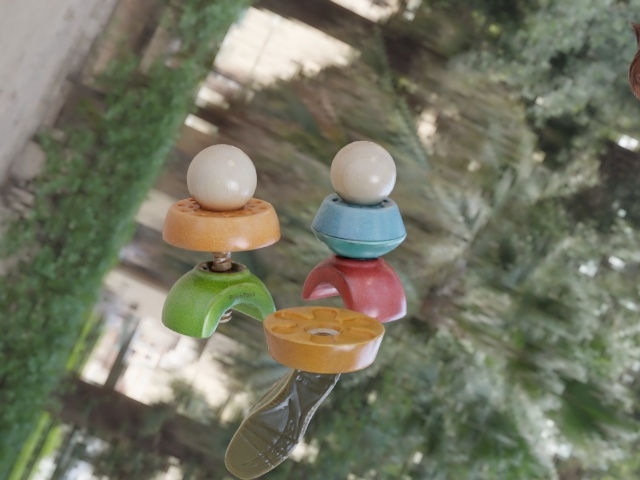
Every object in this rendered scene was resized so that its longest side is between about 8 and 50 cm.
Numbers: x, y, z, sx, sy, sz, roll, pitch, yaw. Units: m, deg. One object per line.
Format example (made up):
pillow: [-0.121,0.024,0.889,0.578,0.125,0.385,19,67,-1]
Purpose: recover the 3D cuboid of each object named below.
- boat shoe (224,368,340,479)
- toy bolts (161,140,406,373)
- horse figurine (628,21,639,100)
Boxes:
boat shoe: [-0.037,0.167,1.378,0.153,0.056,0.048,-55,-175,-6]
toy bolts: [0.000,0.000,1.224,0.218,0.228,0.158,18,-69,44]
horse figurine: [0.392,-0.156,1.348,0.263,0.066,0.174,13,-131,48]
